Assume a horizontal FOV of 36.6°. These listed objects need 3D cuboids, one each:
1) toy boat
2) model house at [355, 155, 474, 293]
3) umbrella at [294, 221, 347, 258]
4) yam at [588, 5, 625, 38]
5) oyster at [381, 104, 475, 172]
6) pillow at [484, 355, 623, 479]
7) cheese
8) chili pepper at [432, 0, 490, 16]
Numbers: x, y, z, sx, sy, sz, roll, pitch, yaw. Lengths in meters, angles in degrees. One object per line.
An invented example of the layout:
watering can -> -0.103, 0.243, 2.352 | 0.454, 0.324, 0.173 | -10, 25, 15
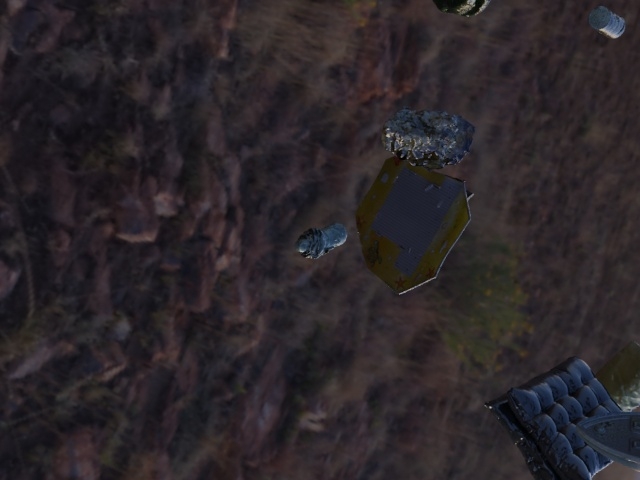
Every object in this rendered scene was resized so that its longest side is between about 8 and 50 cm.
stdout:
toy boat -> 0.574, 0.327, 1.554 | 0.141, 0.320, 0.092 | -55, 147, -60
model house -> 0.179, -0.016, 1.678 | 0.136, 0.207, 0.219 | 17, 101, -54
umbrella -> 0.000, 0.000, 1.968 | 0.143, 0.062, 0.067 | -15, 137, -49
yam -> 0.604, -0.458, 2.036 | 0.132, 0.054, 0.054 | -4, 112, -59
oyster -> 0.166, -0.158, 1.508 | 0.177, 0.056, 0.105 | 22, 121, -38
pillow -> 0.474, 0.354, 1.845 | 0.326, 0.228, 0.101 | -9, 150, -51
cheese -> 0.658, 0.309, 2.105 | 0.167, 0.094, 0.123 | -46, -160, 14
chili pepper -> 0.248, -0.469, 1.811 | 0.065, 0.122, 0.279 | -31, -168, -6
